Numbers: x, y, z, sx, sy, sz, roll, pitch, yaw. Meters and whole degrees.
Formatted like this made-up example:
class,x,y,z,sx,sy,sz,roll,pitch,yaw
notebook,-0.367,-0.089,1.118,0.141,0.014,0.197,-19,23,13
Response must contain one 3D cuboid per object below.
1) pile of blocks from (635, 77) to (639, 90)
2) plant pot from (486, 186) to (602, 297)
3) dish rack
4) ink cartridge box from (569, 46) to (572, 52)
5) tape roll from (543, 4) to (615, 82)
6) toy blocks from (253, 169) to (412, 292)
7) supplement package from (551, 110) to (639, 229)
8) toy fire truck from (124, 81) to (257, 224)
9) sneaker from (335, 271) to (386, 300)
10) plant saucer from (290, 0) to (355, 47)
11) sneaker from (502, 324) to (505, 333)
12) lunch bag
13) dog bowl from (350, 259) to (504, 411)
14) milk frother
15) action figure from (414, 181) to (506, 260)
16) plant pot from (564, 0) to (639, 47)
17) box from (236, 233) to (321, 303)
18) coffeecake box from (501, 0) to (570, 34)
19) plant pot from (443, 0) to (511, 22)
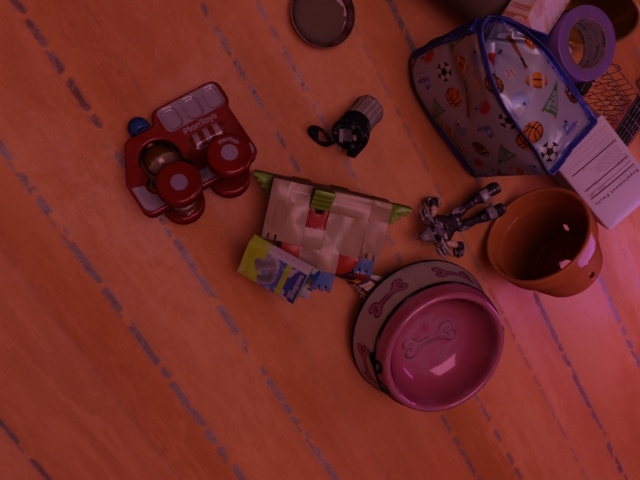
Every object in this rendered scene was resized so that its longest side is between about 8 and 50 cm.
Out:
class,x,y,z,sx,sy,sz,roll,pitch,yaw
pile of blocks,1.076,-0.360,1.857,0.149,0.113,0.362,-15,101,-17
plant pot,0.636,0.027,1.676,0.203,0.291,0.290,35,84,-37
dish rack,0.842,-0.396,1.794,0.271,0.074,0.208,37,85,-21
ink cartridge box,0.555,-0.530,1.643,0.128,0.127,0.176,-46,108,-9
tape roll,0.662,-0.503,1.575,0.189,0.080,0.188,-3,98,-21
toy blocks,0.000,0.000,1.475,0.382,0.191,0.260,12,101,-6
supplement package,0.755,-0.207,1.704,0.175,0.177,0.293,-43,110,12
toy fire truck,-0.304,-0.197,1.379,0.302,0.169,0.254,-32,82,-14
sneaker,0.116,0.122,1.596,0.186,0.069,0.083,16,90,-19
plant saucer,0.004,-0.558,1.498,0.169,0.029,0.168,-3,98,-19
sneaker,0.469,0.217,1.745,0.053,0.059,0.144,-40,96,23
lunch bag,0.428,-0.363,1.512,0.385,0.328,0.239,45,76,-17
dog bowl,0.295,0.264,1.592,0.408,0.150,0.407,-6,111,-17
milk frother,0.061,-0.291,1.519,0.143,0.129,0.134,30,47,7
action figure,0.369,-0.052,1.642,0.285,0.099,0.185,-25,96,-20
plant pot,0.748,-0.694,1.643,0.254,0.254,0.239,25,73,-20
box,-0.098,0.073,1.423,0.178,0.042,0.109,29,129,3
coffeecake box,0.527,-0.567,1.485,0.185,0.068,0.142,-57,147,0
plant pot,0.375,-0.701,1.488,0.323,0.323,0.280,-51,125,-8
